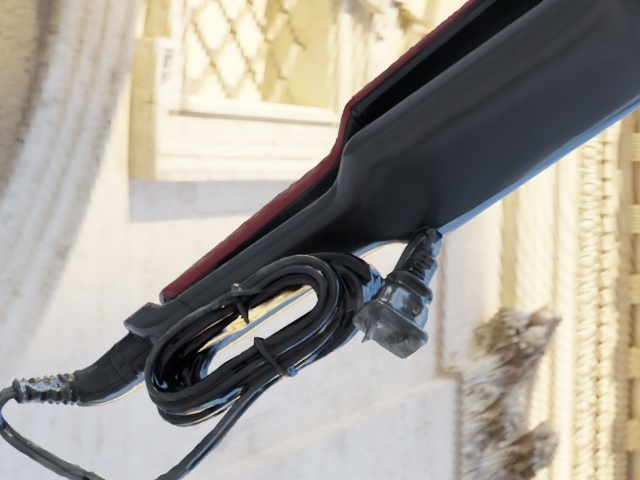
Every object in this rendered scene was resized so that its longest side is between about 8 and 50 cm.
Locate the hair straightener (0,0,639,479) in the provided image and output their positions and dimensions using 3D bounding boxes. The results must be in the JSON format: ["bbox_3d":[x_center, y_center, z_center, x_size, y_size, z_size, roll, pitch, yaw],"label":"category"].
[{"bbox_3d":[0.000,0.000,0.432,0.230,0.089,0.047,-33,-65,14],"label":"hair straightener"}]
